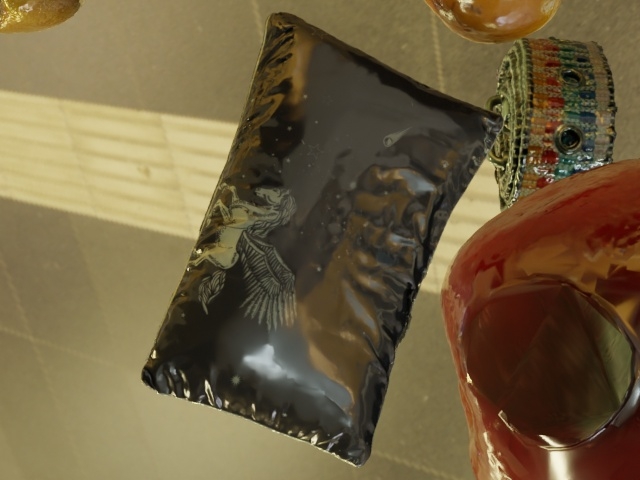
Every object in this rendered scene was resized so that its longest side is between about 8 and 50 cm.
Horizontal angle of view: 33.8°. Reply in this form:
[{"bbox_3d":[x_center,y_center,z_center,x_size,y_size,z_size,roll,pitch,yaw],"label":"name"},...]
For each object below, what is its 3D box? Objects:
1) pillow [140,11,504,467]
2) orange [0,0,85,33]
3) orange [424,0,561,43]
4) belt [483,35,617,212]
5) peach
[{"bbox_3d":[0.000,0.000,0.554,0.141,0.208,0.055,23,175,-13],"label":"pillow"},{"bbox_3d":[-0.294,-0.283,1.095,0.112,0.170,0.160,22,106,-14],"label":"orange"},{"bbox_3d":[0.091,-0.144,0.558,0.083,0.083,0.070,47,122,1],"label":"orange"},{"bbox_3d":[0.313,-0.170,1.489,0.161,0.295,0.206,4,152,0],"label":"belt"},{"bbox_3d":[0.273,0.096,0.868,0.406,0.310,0.335,-7,78,37],"label":"peach"}]
